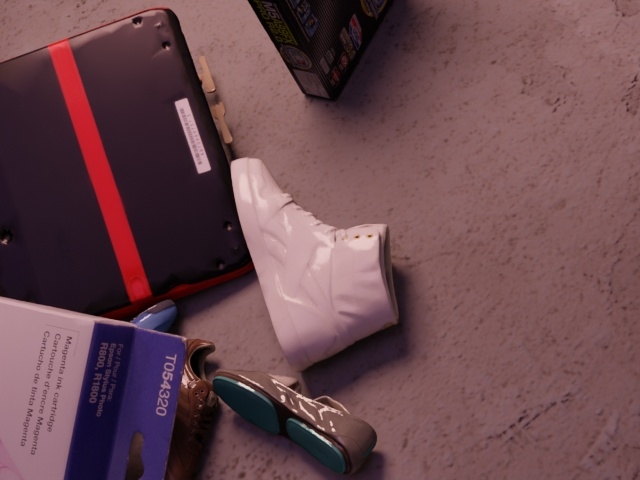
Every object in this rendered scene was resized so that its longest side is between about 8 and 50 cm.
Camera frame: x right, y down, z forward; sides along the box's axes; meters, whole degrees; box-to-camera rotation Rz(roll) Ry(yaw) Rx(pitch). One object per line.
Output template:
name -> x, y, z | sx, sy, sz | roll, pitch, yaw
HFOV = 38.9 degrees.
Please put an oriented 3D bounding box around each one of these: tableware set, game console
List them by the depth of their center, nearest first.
game console -> -0.297, -0.087, 1.205 | 0.342, 0.060, 0.386 | -19, 82, -3
tableware set -> -0.197, -0.175, 1.331 | 0.128, 0.039, 0.194 | -25, 55, 6

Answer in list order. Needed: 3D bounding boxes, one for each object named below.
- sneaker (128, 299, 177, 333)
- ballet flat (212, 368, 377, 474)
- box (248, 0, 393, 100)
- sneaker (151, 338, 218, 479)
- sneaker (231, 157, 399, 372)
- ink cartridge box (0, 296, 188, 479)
sneaker -> -0.247, 0.166, 1.144 | 0.082, 0.069, 0.209 | 43, 76, 8
ballet flat -> -0.028, 0.195, 1.039 | 0.213, 0.072, 0.068 | 25, 46, 31
box -> 0.001, -0.354, 1.214 | 0.060, 0.270, 0.216 | 19, 69, 31
sneaker -> -0.157, 0.200, 1.078 | 0.071, 0.066, 0.188 | -16, 57, 11
sneaker -> 0.000, 0.000, 1.116 | 0.169, 0.108, 0.292 | -24, 65, 6
ink cartridge box -> -0.334, 0.240, 1.060 | 0.330, 0.071, 0.324 | 7, 86, 27
